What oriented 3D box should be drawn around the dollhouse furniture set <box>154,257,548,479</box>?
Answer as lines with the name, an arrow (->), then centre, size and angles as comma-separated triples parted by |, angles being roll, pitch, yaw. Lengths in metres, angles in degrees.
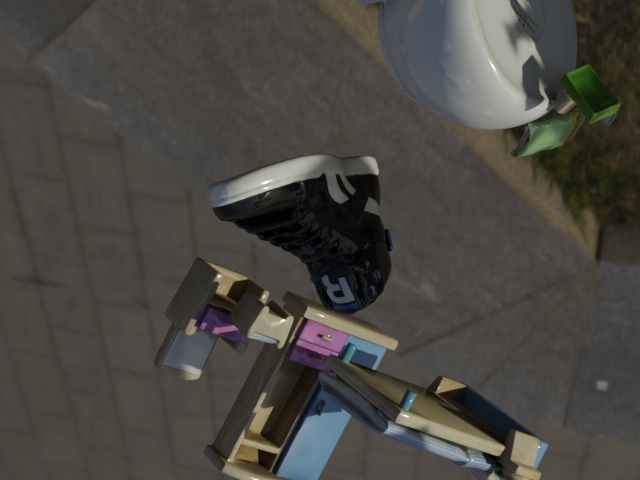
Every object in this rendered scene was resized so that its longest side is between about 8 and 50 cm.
dollhouse furniture set -> 0.011, 0.196, 1.221 | 0.286, 0.198, 0.303 | 23, -174, -37

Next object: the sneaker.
sneaker -> 0.000, 0.000, 0.946 | 0.079, 0.217, 0.121 | -15, 88, 28

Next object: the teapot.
teapot -> 0.148, -0.234, 1.386 | 0.187, 0.252, 0.256 | -9, 102, 41

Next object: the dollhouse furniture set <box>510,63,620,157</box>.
dollhouse furniture set -> 0.270, -0.122, 1.350 | 0.059, 0.076, 0.152 | 59, 157, 21
